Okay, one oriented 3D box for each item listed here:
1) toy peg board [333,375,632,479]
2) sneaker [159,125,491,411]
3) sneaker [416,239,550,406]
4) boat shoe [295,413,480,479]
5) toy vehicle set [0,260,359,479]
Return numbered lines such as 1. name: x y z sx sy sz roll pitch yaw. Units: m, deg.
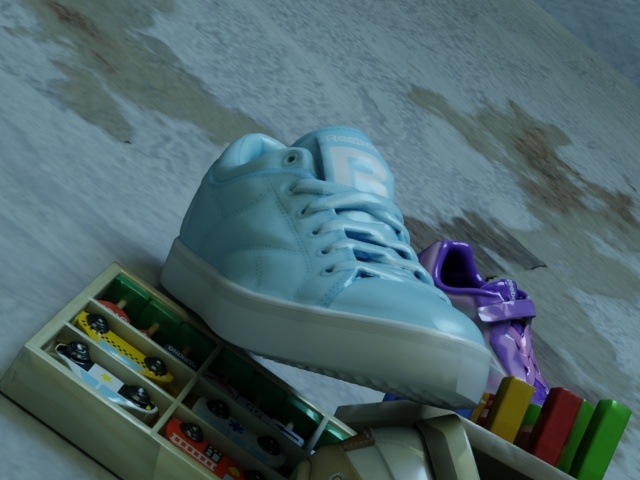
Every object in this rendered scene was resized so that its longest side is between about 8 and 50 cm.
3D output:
1. toy peg board: 0.116 0.123 1.224 0.161 0.079 0.161 30 -16 -15
2. sneaker: 0.000 0.000 1.156 0.135 0.150 0.366 15 4 -31
3. sneaker: 0.132 0.087 1.402 0.095 0.104 0.236 8 36 -53
4. boat shoe: 0.055 0.237 0.978 0.103 0.113 0.302 -9 50 -4
5. toy vehicle set: -0.056 0.126 1.131 0.267 0.035 0.166 36 21 -1
